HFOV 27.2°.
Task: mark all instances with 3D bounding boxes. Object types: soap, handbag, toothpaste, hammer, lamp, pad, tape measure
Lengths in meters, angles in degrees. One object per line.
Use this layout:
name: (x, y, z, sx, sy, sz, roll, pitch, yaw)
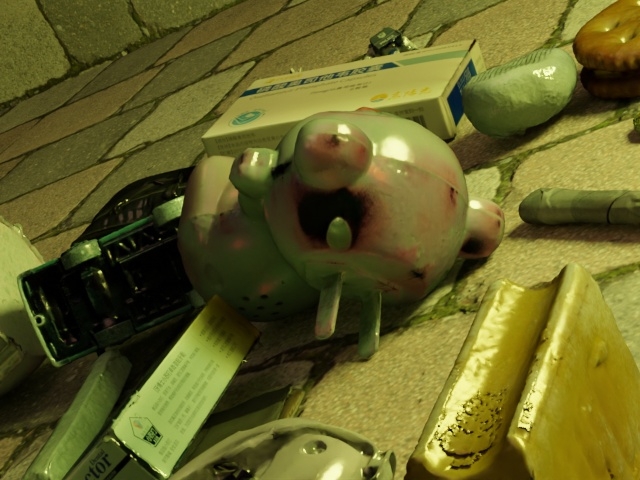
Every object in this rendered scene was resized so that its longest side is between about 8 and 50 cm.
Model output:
soap: (0.124, 0.147, 0.754, 0.080, 0.160, 0.257, -16, 24, 30)
handbag: (-0.203, -0.054, 1.843, 0.254, 0.088, 0.211, -14, 15, 24)
toothpaste: (-0.133, 0.146, 1.150, 0.089, 0.071, 0.313, -46, 4, 21)
hammer: (0.306, -0.024, 1.111, 0.152, 0.044, 0.427, -38, 20, -26)
lamp: (0.000, 0.000, 1.282, 0.301, 0.247, 0.247, -20, 51, 44)
pad: (-0.132, 0.204, 1.188, 0.233, 0.022, 0.174, -19, 21, 28)
tape measure: (-0.058, 0.208, 0.927, 0.236, 0.120, 0.197, -36, 12, -11)

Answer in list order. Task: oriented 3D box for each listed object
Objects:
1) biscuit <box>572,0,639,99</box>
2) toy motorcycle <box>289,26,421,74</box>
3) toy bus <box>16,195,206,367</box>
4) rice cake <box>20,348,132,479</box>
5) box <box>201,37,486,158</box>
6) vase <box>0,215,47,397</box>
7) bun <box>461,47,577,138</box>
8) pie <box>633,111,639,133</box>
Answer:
biscuit: (0.391, -0.234, 1.492, 0.221, 0.066, 0.220, -23, 22, 10)
toy motorcycle: (0.042, -0.232, 1.951, 0.221, 0.102, 0.150, -34, 40, -5)
toy bus: (-0.195, 0.040, 1.503, 0.256, 0.128, 0.147, -24, -2, 11)
rice cake: (-0.246, 0.188, 1.358, 0.045, 0.042, 0.245, -34, 15, 23)
box: (0.034, -0.178, 1.762, 0.344, 0.065, 0.200, -7, 26, 25)
vase: (-0.546, 0.149, 1.624, 0.446, 0.250, 0.250, -28, 19, 15)
bun: (0.231, -0.165, 1.512, 0.141, 0.083, 0.141, -25, 10, 5)
pie: (0.357, -0.133, 1.345, 0.084, 0.021, 0.084, -25, 20, 10)
